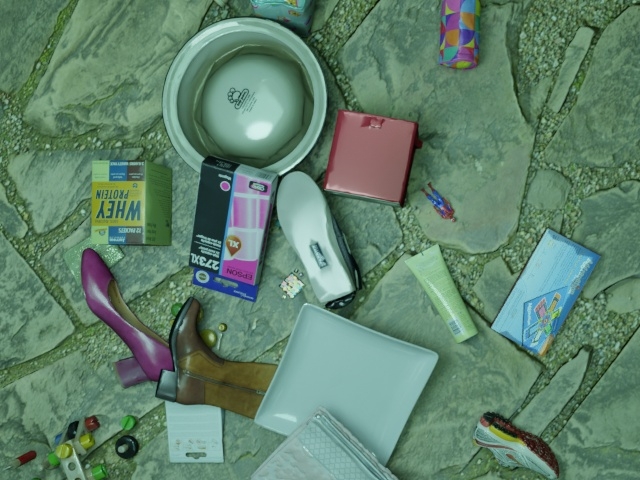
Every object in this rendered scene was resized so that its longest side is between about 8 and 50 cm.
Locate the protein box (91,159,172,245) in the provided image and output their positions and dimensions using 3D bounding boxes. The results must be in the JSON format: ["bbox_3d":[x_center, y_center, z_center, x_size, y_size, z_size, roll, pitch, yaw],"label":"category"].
[{"bbox_3d":[-0.464,-0.088,1.933,0.136,0.200,0.201,0,89,8],"label":"protein box"}]

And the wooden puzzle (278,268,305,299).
[{"bbox_3d":[-0.072,0.114,1.974,0.049,0.006,0.083,45,94,6],"label":"wooden puzzle"}]

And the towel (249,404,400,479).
[{"bbox_3d":[0.025,0.602,1.866,0.332,0.053,0.317,43,120,8],"label":"towel"}]

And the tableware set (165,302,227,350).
[{"bbox_3d":[-0.316,0.217,1.996,0.154,0.024,0.103,11,86,9],"label":"tableware set"}]

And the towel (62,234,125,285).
[{"bbox_3d":[-0.592,0.042,2.033,0.148,0.027,0.110,-33,85,5],"label":"towel"}]

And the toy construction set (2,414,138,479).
[{"bbox_3d":[-0.628,0.572,1.916,0.309,0.237,0.257,-2,88,8],"label":"toy construction set"}]

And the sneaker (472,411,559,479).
[{"bbox_3d":[0.467,0.502,1.865,0.225,0.088,0.092,32,113,7],"label":"sneaker"}]

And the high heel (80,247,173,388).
[{"bbox_3d":[-0.470,0.178,1.970,0.181,0.127,0.377,-19,97,6],"label":"high heel"}]

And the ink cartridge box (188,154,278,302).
[{"bbox_3d":[-0.219,-0.012,1.887,0.176,0.069,0.370,16,121,7],"label":"ink cartridge box"}]

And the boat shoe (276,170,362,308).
[{"bbox_3d":[0.000,0.000,1.893,0.127,0.158,0.340,-19,86,13],"label":"boat shoe"}]

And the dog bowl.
[{"bbox_3d":[-0.172,-0.331,1.925,0.408,0.150,0.407,0,90,8],"label":"dog bowl"}]

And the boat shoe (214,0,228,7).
[{"bbox_3d":[-0.286,-0.739,1.980,0.098,0.109,0.302,-24,80,7],"label":"boat shoe"}]

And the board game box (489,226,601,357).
[{"bbox_3d":[0.542,0.125,1.885,0.145,0.027,0.281,30,92,9],"label":"board game box"}]

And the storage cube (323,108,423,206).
[{"bbox_3d":[0.126,-0.191,1.869,0.215,0.184,0.193,12,90,7],"label":"storage cube"}]

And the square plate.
[{"bbox_3d":[0.059,0.351,1.875,0.344,0.049,0.347,22,107,-3],"label":"square plate"}]

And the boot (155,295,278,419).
[{"bbox_3d":[-0.238,0.291,1.916,0.281,0.096,0.264,14,78,-14],"label":"boot"}]

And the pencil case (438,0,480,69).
[{"bbox_3d":[0.339,-0.534,1.899,0.105,0.104,0.236,3,87,7],"label":"pencil case"}]

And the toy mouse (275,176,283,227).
[{"bbox_3d":[-0.086,-0.088,1.969,0.143,0.031,0.160,20,91,7],"label":"toy mouse"}]

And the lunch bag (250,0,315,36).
[{"bbox_3d":[-0.085,-0.655,1.890,0.160,0.223,0.262,5,88,2],"label":"lunch bag"}]

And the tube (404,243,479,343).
[{"bbox_3d":[0.304,0.132,1.904,0.070,0.062,0.240,-21,78,-37],"label":"tube"}]

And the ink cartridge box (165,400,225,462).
[{"bbox_3d":[-0.315,0.472,1.984,0.146,0.045,0.179,-2,99,7],"label":"ink cartridge box"}]

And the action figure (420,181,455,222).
[{"bbox_3d":[0.294,-0.090,1.924,0.038,0.030,0.115,-39,86,0],"label":"action figure"}]
